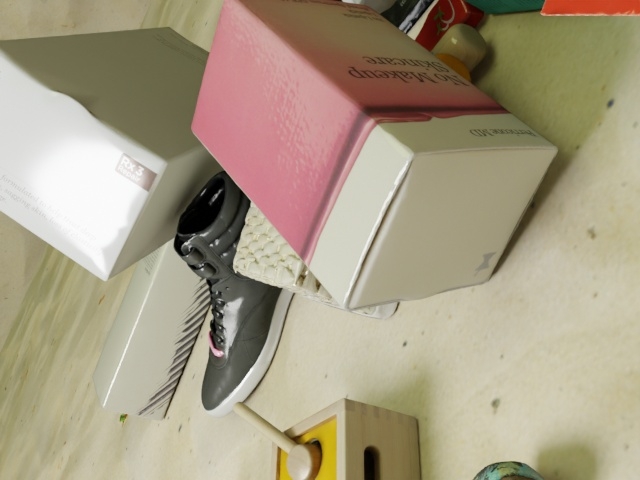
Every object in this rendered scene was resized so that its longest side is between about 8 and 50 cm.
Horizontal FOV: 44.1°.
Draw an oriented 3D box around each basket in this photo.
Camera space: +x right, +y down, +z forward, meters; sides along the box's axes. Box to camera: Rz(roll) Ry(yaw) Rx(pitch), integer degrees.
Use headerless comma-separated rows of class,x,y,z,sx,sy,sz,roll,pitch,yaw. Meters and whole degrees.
basket,0.000,0.000,0.744,0.167,0.103,0.113,8,80,62

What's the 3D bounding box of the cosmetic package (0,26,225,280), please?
cosmetic package,-0.208,-0.125,0.918,0.156,0.217,0.385,-58,-6,24

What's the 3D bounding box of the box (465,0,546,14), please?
box,0.194,-0.232,0.584,0.244,0.060,0.101,26,95,63

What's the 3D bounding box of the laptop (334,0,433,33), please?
laptop,0.079,-0.330,0.924,0.234,0.136,0.264,-48,60,38

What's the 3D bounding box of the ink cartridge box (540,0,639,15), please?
ink cartridge box,0.231,-0.226,0.406,0.189,0.066,0.232,14,68,42

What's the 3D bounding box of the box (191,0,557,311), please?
box,0.028,-0.076,0.589,0.232,0.148,0.127,47,130,36

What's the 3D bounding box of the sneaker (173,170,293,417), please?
sneaker,-0.109,0.052,0.869,0.296,0.146,0.104,-66,29,11

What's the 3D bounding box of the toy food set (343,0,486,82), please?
toy food set,0.070,-0.198,0.726,0.104,0.111,0.232,-48,60,46

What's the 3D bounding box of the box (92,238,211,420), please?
box,-0.225,0.102,1.112,0.275,0.094,0.113,-67,26,7

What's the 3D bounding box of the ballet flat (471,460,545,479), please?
ballet flat,0.093,0.223,0.479,0.070,0.070,0.188,23,91,64

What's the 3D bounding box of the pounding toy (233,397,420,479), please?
pounding toy,-0.001,0.185,0.622,0.130,0.100,0.141,-40,39,45
